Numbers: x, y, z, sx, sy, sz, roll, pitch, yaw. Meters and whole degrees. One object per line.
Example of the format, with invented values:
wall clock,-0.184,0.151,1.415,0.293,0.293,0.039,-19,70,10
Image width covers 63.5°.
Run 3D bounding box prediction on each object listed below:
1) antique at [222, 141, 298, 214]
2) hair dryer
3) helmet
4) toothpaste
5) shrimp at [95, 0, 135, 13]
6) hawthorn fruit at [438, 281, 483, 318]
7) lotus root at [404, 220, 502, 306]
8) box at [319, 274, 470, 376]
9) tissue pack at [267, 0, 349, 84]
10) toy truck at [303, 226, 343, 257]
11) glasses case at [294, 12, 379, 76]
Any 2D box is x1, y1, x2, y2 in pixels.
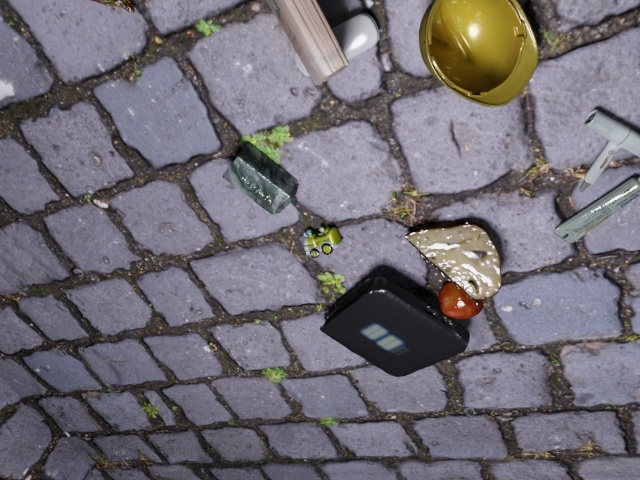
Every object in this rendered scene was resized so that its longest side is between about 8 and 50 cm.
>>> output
antique,-0.152,-0.158,1.361,0.183,0.086,0.088,37,128,-13
hair dryer,0.611,-0.182,1.151,0.155,0.044,0.183,30,131,-4
helmet,0.288,-0.389,1.027,0.257,0.140,0.205,33,97,-25
toothpaste,0.668,-0.079,1.213,0.067,0.037,0.255,29,132,-14
shrimp,-0.534,-0.598,1.160,0.267,0.061,0.145,33,137,-14
hawthorn fruit,0.385,0.160,1.422,0.128,0.128,0.128,8,128,10
lotus root,0.363,0.034,1.329,0.170,0.074,0.260,-43,83,19
box,0.211,0.268,1.541,0.350,0.091,0.359,33,141,-11
tissue pack,-0.058,-0.467,1.011,0.071,0.170,0.325,-31,103,-2
toy truck,0.000,0.000,1.450,0.111,0.076,0.076,-14,104,27
glasses case,0.034,-0.424,1.128,0.197,0.049,0.076,-19,116,28
